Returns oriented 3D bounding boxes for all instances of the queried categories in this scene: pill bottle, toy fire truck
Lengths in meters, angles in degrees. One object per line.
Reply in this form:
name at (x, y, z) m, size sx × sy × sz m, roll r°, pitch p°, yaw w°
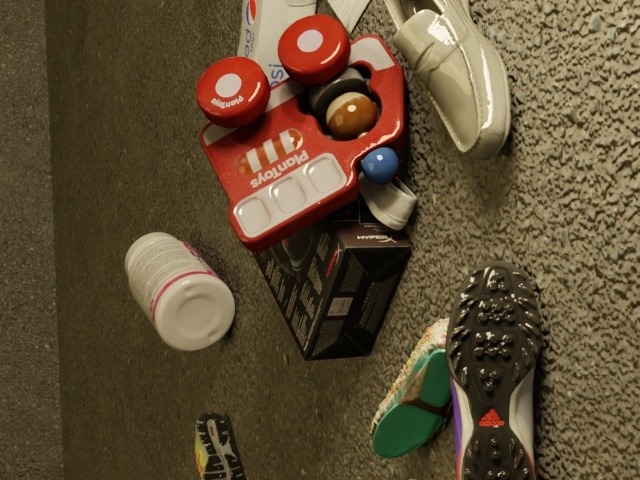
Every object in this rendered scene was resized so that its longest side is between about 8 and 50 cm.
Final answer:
pill bottle at (-0.291, 0.093, 2.111) m, size 0.283 × 0.160 × 0.160 m, roll 40°, pitch 126°, yaw 56°
toy fire truck at (-0.012, -0.144, 1.443) m, size 0.254 × 0.302 × 0.169 m, roll 62°, pitch -179°, yaw 30°

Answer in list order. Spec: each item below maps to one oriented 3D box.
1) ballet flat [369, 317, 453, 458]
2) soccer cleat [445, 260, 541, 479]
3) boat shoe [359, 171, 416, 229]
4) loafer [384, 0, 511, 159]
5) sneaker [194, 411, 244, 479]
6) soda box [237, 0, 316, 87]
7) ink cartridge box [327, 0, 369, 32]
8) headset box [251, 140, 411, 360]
ballet flat at (0.136, 0.191, 1.369) m, size 0.077 × 0.091 × 0.241 m, roll -75°, pitch 11°, yaw -51°
soccer cleat at (0.196, 0.184, 1.210) m, size 0.116 × 0.108 × 0.318 m, roll 79°, pitch -169°, yaw -77°
boat shoe at (0.080, -0.092, 1.474) m, size 0.063 × 0.066 × 0.184 m, roll -55°, pitch 35°, yaw 23°
loafer at (0.141, -0.235, 1.283) m, size 0.112 × 0.111 × 0.319 m, roll -57°, pitch 42°, yaw 48°
sneaker at (-0.201, 0.445, 2.049) m, size 0.094 × 0.081 × 0.208 m, roll 112°, pitch 153°, yaw -50°
soda box at (-0.075, -0.322, 1.732) m, size 0.091 × 0.098 × 0.286 m, roll -140°, pitch 54°, yaw -58°
ink cartridge box at (0.038, -0.460, 1.577) m, size 0.232 × 0.066 × 0.189 m, roll 55°, pitch 142°, yaw 16°
headset box at (0.000, 0.000, 1.577) m, size 0.293 × 0.110 × 0.218 m, roll 60°, pitch 141°, yaw 44°
